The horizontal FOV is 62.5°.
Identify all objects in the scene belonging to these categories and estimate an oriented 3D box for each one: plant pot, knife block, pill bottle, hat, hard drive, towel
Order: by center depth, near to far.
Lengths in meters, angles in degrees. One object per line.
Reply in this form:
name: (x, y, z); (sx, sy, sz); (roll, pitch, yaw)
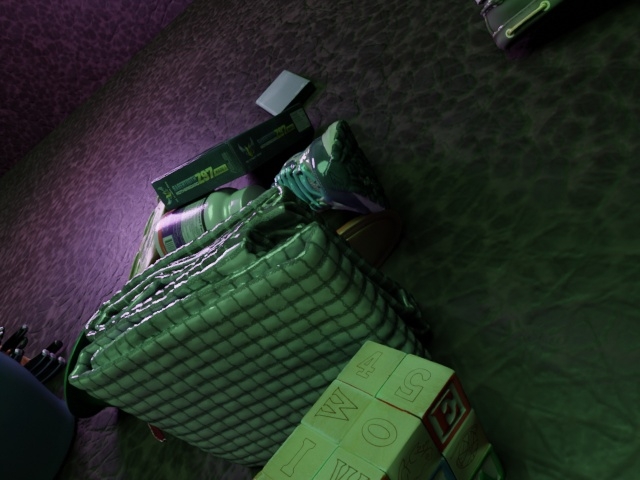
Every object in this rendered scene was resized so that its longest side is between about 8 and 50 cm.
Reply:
towel: (-0.056, 0.095, 0.514); (0.284, 0.235, 0.121); (-31, 34, 22)
hat: (-0.247, 0.200, 0.774); (0.184, 0.173, 0.208); (10, 51, 10)
plant pot: (-0.546, 0.297, 0.818); (0.272, 0.255, 0.271); (-28, 40, 27)
pill bottle: (-0.163, -0.022, 0.833); (0.193, 0.108, 0.108); (-17, 46, 35)
hard drive: (-0.072, -0.290, 1.055); (0.094, 0.022, 0.135); (-47, 36, 2)
knife block: (-0.632, 0.295, 1.075); (0.088, 0.242, 0.275); (-106, 19, -50)

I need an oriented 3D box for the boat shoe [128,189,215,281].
boat shoe: (-0.272, -0.002, 0.932); (0.089, 0.104, 0.285); (-8, 53, 39)

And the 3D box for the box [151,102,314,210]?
box: (-0.140, -0.143, 0.878); (0.183, 0.059, 0.232); (-19, 16, 35)

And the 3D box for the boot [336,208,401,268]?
boot: (0.000, 0.000, 0.680); (0.197, 0.073, 0.152); (-38, 32, 8)

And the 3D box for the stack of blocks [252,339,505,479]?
stack of blocks: (0.008, 0.240, 0.362); (0.087, 0.171, 0.297); (9, 47, 49)

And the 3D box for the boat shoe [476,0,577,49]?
boat shoe: (0.336, -0.331, 0.611); (0.305, 0.091, 0.109); (-20, 8, 31)

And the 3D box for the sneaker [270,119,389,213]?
sneaker: (0.003, -0.065, 0.634); (0.122, 0.110, 0.283); (-29, 7, 5)
